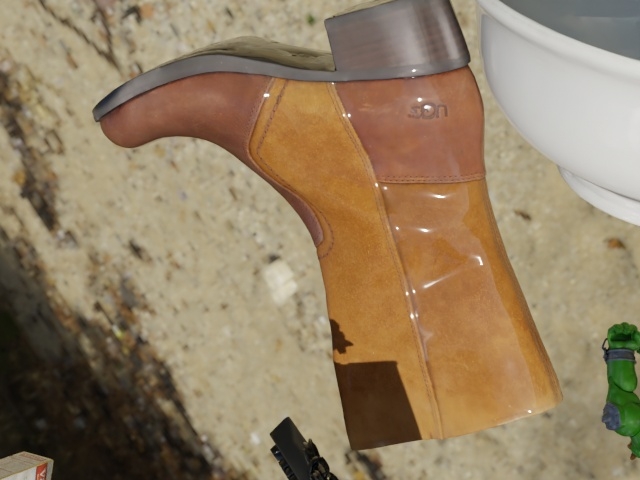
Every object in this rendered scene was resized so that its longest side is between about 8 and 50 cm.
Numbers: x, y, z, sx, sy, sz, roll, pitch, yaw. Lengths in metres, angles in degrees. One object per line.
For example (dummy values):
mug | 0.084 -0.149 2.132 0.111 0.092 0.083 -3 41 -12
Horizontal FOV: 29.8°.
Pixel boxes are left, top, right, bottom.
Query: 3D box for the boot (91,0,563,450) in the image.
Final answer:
boot | 0.000 0.000 0.784 0.096 0.264 0.280 -51 -53 -68

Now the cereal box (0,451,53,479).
cereal box | -0.369 0.327 1.248 0.047 0.173 0.240 11 -176 18

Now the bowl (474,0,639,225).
bowl | 0.222 -0.095 0.718 0.298 0.298 0.134 41 138 42

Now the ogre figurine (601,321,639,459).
ogre figurine | 0.378 0.184 1.299 0.197 0.118 0.097 43 154 -22

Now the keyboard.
keyboard | 0.010 0.161 0.672 0.108 0.023 0.180 67 169 -25
